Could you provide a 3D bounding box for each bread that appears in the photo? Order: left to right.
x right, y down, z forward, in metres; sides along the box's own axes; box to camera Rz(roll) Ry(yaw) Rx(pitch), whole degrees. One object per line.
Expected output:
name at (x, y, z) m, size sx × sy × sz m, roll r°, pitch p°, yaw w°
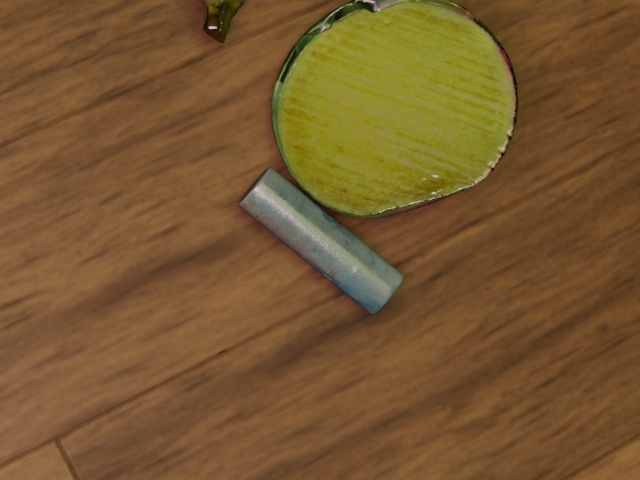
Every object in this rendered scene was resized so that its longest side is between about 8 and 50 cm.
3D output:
bread at (0.066, -0.120, 1.643) m, size 0.228 × 0.033 × 0.228 m, roll -4°, pitch 69°, yaw 9°

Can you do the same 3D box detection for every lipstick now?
lipstick at (0.000, 0.000, 1.635) m, size 0.158 × 0.048 × 0.048 m, roll 39°, pitch 70°, yaw -7°

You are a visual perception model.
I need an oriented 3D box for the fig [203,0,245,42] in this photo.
fig at (-0.026, -0.355, 1.605) m, size 0.233 × 0.233 × 0.314 m, roll 25°, pitch 67°, yaw -12°
